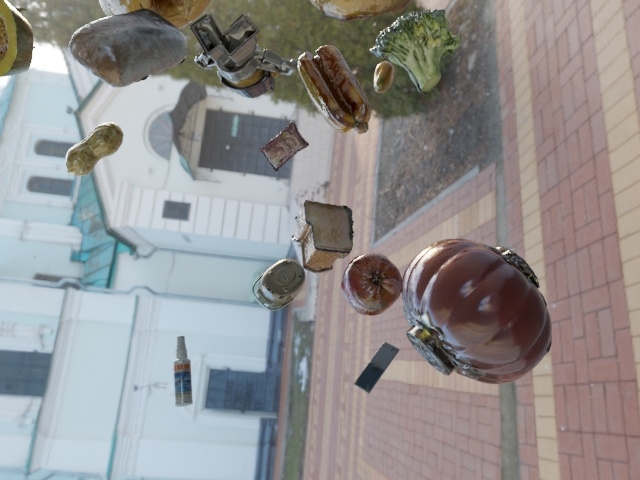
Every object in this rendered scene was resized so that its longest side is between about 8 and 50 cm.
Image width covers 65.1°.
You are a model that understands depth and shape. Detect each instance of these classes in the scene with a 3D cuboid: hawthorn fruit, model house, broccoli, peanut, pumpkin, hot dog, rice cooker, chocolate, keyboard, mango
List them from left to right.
[{"bbox_3d":[-0.850,-0.550,1.364,0.110,0.217,0.218,-11,-68,-61],"label":"pumpkin"},{"bbox_3d":[-0.722,-0.289,1.598,0.229,0.098,0.103,-52,10,-24],"label":"peanut"},{"bbox_3d":[-0.462,-0.496,1.239,0.303,0.185,0.101,-52,-7,-49],"label":"chocolate"},{"bbox_3d":[-0.143,0.155,1.802,0.206,0.145,0.127,-37,-13,-37],"label":"rice cooker"},{"bbox_3d":[0.000,0.000,1.571,0.172,0.166,0.183,126,145,-50],"label":"model house"},{"bbox_3d":[0.040,-0.396,1.348,0.100,0.135,0.338,79,168,-57],"label":"hot dog"},{"bbox_3d":[0.137,0.119,1.357,0.173,0.172,0.173,-173,90,-83],"label":"hawthorn fruit"},{"bbox_3d":[0.171,0.379,1.507,0.176,0.055,0.014,-46,-31,-33],"label":"keyboard"},{"bbox_3d":[0.285,-0.733,2.268,0.115,0.089,0.165,75,-153,-70],"label":"mango"},{"bbox_3d":[0.314,-0.599,1.589,0.246,0.288,0.248,61,178,2],"label":"broccoli"}]

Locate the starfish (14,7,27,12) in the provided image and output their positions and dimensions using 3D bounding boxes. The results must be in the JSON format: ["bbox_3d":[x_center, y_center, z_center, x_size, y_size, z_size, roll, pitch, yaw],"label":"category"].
[{"bbox_3d":[-0.881,-0.646,1.423,0.016,0.092,0.086,46,157,27],"label":"starfish"}]

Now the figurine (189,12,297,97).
[{"bbox_3d":[-0.220,-0.494,1.388,0.143,0.308,0.308,-61,4,-7],"label":"figurine"}]

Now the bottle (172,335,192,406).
[{"bbox_3d":[-0.440,0.412,1.595,0.060,0.060,0.217,110,153,-64],"label":"bottle"}]

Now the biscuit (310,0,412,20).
[{"bbox_3d":[0.081,-0.598,1.161,0.274,0.213,0.091,39,154,32],"label":"biscuit"}]

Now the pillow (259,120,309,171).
[{"bbox_3d":[-0.139,-0.363,1.937,0.184,0.118,0.043,-33,14,20],"label":"pillow"}]

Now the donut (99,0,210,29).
[{"bbox_3d":[-0.509,-0.850,1.599,0.198,0.448,0.449,55,165,8],"label":"donut"}]

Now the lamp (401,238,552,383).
[{"bbox_3d":[0.295,0.135,0.978,0.257,0.303,0.303,-42,2,-8],"label":"lamp"}]
